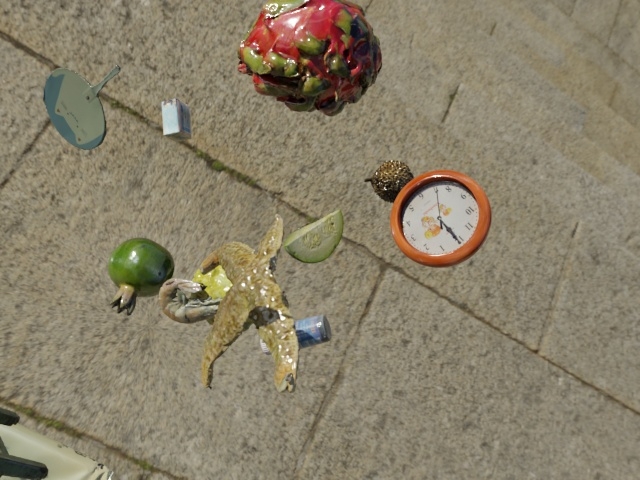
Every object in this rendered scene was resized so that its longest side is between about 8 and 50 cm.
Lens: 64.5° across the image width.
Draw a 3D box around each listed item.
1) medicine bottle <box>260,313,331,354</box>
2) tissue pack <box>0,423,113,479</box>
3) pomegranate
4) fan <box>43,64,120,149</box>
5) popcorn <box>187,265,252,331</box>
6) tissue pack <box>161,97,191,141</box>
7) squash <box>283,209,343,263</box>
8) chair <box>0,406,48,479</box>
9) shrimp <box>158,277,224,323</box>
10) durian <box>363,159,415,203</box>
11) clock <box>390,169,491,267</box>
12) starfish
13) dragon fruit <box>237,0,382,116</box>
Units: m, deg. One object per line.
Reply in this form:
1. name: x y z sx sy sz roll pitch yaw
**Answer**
1. medicine bottle: -0.073 0.279 1.482 0.203 0.083 0.084 -19 87 14
2. tissue pack: -0.715 0.517 1.113 0.404 0.331 0.205 37 52 -21
3. pomegranate: -0.522 0.103 1.445 0.186 0.187 0.225 27 54 -13
4. fan: -0.320 -0.191 0.690 0.113 0.175 0.005 59 36 -12
5. popcorn: -0.307 0.188 1.672 0.250 0.242 0.235 20 34 -24
6. tissue pack: -0.377 -0.314 1.333 0.058 0.074 0.095 -7 82 15
7. squash: 0.000 0.000 1.582 0.203 0.289 0.111 -26 97 2
8. chair: -0.461 0.233 0.536 0.136 0.147 0.270 -53 136 -13
9. shrimp: -0.298 0.139 1.212 0.126 0.223 0.047 68 25 -20
10. durian: 0.230 -0.178 1.642 0.188 0.149 0.091 7 35 -17
11. clock: 0.243 -0.045 1.037 0.205 0.051 0.206 -6 76 23
12. starfish: -0.168 0.147 1.067 0.082 0.323 0.432 28 43 -40
13. dragon fruit: -0.026 -0.373 1.029 0.302 0.231 0.237 7 88 8
